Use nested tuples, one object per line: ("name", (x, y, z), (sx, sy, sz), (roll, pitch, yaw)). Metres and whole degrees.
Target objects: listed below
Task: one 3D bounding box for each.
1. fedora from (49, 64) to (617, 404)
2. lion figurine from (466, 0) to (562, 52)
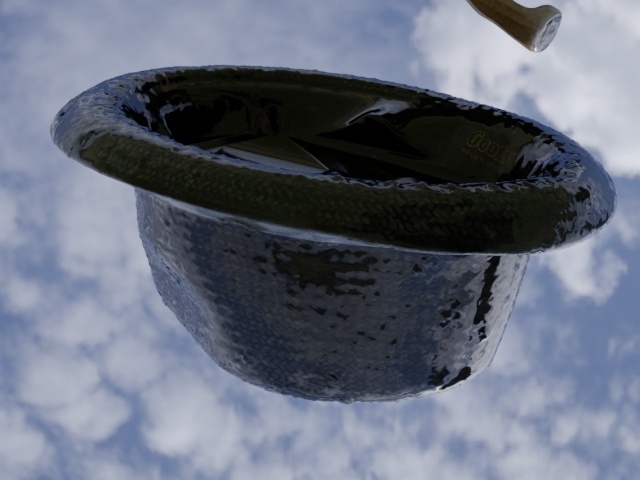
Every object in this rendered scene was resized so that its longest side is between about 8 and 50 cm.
("fedora", (0.000, 0.000, 0.828), (0.334, 0.152, 0.334), (5, -162, -2))
("lion figurine", (0.143, -0.277, 0.997), (0.240, 0.142, 0.392), (36, -146, 17))
